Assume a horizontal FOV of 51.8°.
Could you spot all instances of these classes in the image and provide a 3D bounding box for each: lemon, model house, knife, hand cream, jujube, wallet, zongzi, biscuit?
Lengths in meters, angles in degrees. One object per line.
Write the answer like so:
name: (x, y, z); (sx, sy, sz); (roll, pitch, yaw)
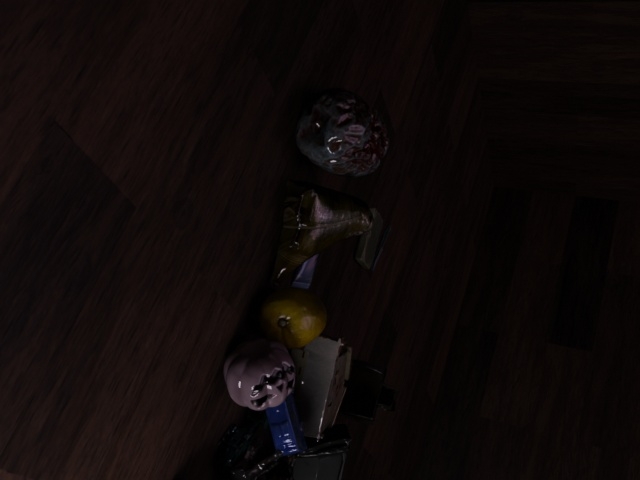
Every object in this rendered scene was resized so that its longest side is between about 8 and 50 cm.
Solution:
lemon: (-0.073, 0.203, 1.733); (0.207, 0.170, 0.169); (4, 95, -69)
model house: (-0.010, 0.410, 1.967); (0.244, 0.169, 0.325); (1, 102, -72)
model house: (0.177, 0.559, 2.386); (0.243, 0.205, 0.211); (79, 27, -70)
knife: (0.229, 0.026, 2.491); (0.028, 0.015, 0.210); (75, 34, -51)
hand cream: (-0.029, 0.014, 1.909); (0.088, 0.055, 0.255); (14, 92, -58)
jujube: (0.066, -0.291, 1.803); (0.317, 0.226, 0.225); (8, 91, -61)
wallet: (0.008, 0.597, 1.965); (0.245, 0.169, 0.052); (101, -23, -86)
zongzi: (0.000, 0.000, 1.808); (0.286, 0.134, 0.288); (13, 93, -39)
biscuit: (0.174, -0.006, 2.335); (0.121, 0.041, 0.199); (50, 53, -61)

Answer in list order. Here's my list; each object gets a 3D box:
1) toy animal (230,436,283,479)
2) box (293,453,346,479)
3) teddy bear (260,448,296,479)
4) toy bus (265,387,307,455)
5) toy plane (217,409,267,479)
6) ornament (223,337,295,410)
toy animal: (-0.174, 0.576, 1.650); (0.148, 0.085, 0.232); (-48, 169, -24)
box: (-0.038, 0.734, 2.019); (0.135, 0.163, 0.243); (22, 80, -55)
teddy bear: (-0.124, 0.669, 1.800); (0.129, 0.182, 0.251); (52, 15, -7)
toy bus: (-0.107, 0.458, 1.756); (0.094, 0.079, 0.236); (0, 73, -70)
toy plane: (-0.199, 0.514, 1.704); (0.235, 0.060, 0.096); (-48, 148, -44)
ornament: (-0.148, 0.333, 1.614); (0.177, 0.178, 0.177); (-33, 128, -58)
